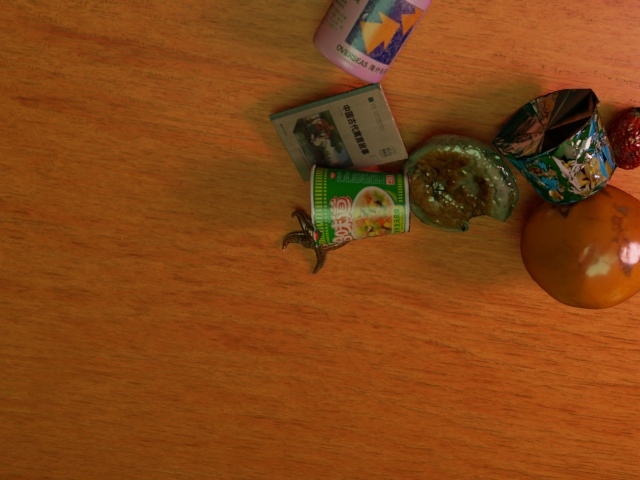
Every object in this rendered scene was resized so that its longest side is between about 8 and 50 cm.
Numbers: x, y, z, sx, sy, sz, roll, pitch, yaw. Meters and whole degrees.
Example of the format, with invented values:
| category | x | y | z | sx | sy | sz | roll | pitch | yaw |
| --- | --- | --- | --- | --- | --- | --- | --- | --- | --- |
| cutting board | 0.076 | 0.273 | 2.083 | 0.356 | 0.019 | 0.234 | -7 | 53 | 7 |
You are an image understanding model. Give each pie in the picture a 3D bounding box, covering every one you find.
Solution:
| category | x | y | z | sx | sy | sz | roll | pitch | yaw |
| --- | --- | --- | --- | --- | --- | --- | --- | --- | --- |
| pie | 0.333 | -0.134 | 1.446 | 0.302 | 0.067 | 0.302 | 15 | 139 | 13 |

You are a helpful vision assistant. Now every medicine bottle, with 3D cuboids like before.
| category | x | y | z | sx | sy | sz | roll | pitch | yaw |
| --- | --- | --- | --- | --- | --- | --- | --- | --- | --- |
| medicine bottle | 0.126 | -0.494 | 1.217 | 0.178 | 0.178 | 0.291 | 29 | 119 | -13 |

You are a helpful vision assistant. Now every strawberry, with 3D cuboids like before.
| category | x | y | z | sx | sy | sz | roll | pitch | yaw |
| --- | --- | --- | --- | --- | --- | --- | --- | --- | --- |
| strawberry | 0.734 | -0.233 | 1.363 | 0.131 | 0.131 | 0.148 | 16 | 112 | -6 |

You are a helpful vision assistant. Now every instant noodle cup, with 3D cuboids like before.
| category | x | y | z | sx | sy | sz | roll | pitch | yaw |
| --- | --- | --- | --- | --- | --- | --- | --- | --- | --- |
| instant noodle cup | 0.546 | -0.205 | 1.333 | 0.240 | 0.240 | 0.178 | -32 | 120 | 20 |
| instant noodle cup | 0.099 | -0.083 | 1.420 | 0.232 | 0.207 | 0.207 | -1 | 120 | 5 |

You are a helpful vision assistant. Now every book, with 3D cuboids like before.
| category | x | y | z | sx | sy | sz | roll | pitch | yaw |
| --- | --- | --- | --- | --- | --- | --- | --- | --- | --- |
| book | 0.044 | -0.253 | 1.411 | 0.282 | 0.025 | 0.215 | -13 | 130 | 23 |

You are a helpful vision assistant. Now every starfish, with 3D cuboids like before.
| category | x | y | z | sx | sy | sz | roll | pitch | yaw |
| --- | --- | --- | --- | --- | --- | --- | --- | --- | --- |
| starfish | -0.002 | 0.004 | 1.588 | 0.213 | 0.057 | 0.238 | 4 | 120 | 10 |

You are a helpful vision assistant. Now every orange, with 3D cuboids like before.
| category | x | y | z | sx | sy | sz | roll | pitch | yaw |
| --- | --- | --- | --- | --- | --- | --- | --- | --- | --- |
| orange | 0.643 | 0.014 | 1.405 | 0.312 | 0.312 | 0.312 | 2 | 120 | 3 |
